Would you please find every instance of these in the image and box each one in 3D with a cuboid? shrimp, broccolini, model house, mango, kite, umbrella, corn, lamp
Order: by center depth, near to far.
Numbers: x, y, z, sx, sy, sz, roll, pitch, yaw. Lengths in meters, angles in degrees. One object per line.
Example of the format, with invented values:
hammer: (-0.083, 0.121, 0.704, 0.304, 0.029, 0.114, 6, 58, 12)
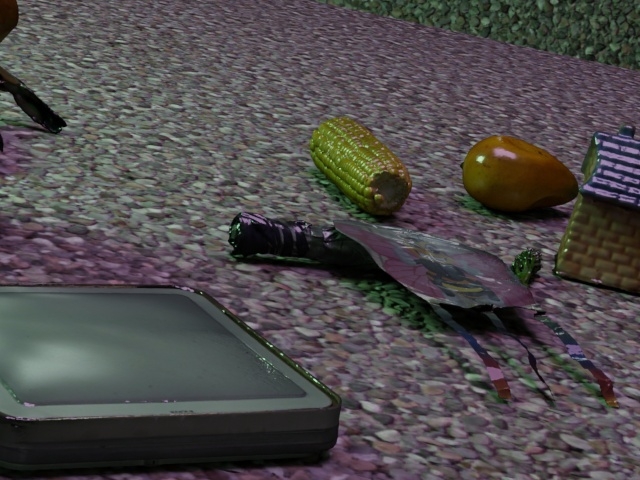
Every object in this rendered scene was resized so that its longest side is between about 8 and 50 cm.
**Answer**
lamp: (-0.154, 0.090, 1.186, 0.269, 0.047, 0.266, 2, 19, -31)
kite: (0.150, 0.058, 1.510, 0.204, 0.022, 0.360, 10, 20, -27)
umbrella: (0.000, 0.000, 1.608, 0.188, 0.046, 0.050, 6, 39, -21)
broccolini: (0.206, 0.039, 1.673, 0.035, 0.030, 0.140, 7, 19, 14)
model house: (0.357, -0.043, 1.794, 0.166, 0.172, 0.183, 12, 15, 6)
shrimp: (-0.348, -0.142, 1.812, 0.198, 0.051, 0.262, 25, 22, -42)
corn: (0.045, -0.091, 1.905, 0.080, 0.080, 0.238, 6, 15, -20)
mango: (0.243, -0.082, 1.998, 0.115, 0.089, 0.165, 26, 18, 37)

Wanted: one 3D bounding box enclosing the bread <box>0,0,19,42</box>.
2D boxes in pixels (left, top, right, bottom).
bread: (-0.392, -0.246, 1.435, 0.227, 0.142, 0.253, 57, 9, 17)
